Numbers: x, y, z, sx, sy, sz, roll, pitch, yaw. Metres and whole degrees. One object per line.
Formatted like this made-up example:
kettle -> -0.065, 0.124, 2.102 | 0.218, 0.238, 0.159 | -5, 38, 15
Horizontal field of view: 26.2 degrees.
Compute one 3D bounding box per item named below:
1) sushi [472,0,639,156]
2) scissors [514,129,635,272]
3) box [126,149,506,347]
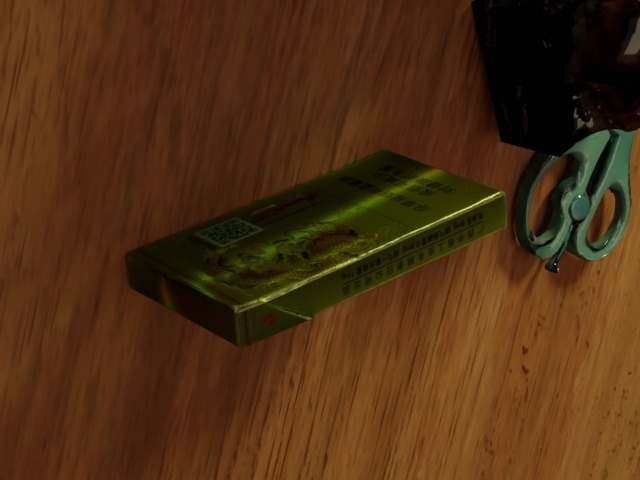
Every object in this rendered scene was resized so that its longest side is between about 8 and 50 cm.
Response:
sushi -> 0.305, -0.224, 1.387 | 0.227, 0.212, 0.215 | -26, 113, -24
scissors -> 0.335, -0.147, 1.569 | 0.180, 0.032, 0.393 | 20, 94, -41
box -> 0.000, 0.000, 1.248 | 0.311, 0.173, 0.043 | -23, 120, -33
